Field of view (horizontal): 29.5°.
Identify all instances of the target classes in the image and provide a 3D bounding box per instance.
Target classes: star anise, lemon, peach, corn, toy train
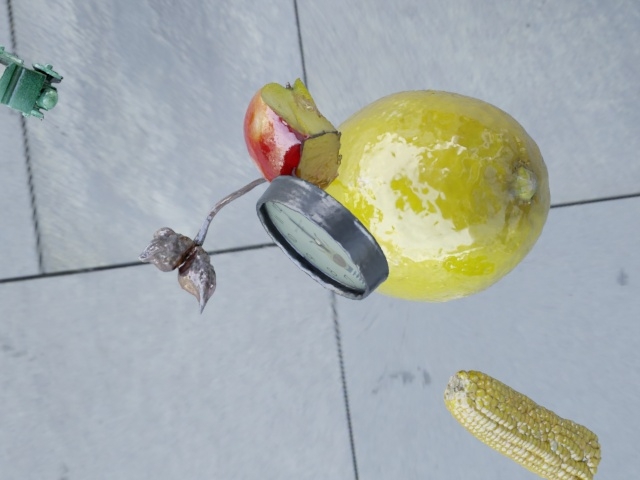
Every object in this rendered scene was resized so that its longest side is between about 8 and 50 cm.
[{"bbox_3d":[-0.127,-0.022,1.764,0.227,0.218,0.148,-50,62,14],"label":"star anise"},{"bbox_3d":[0.186,-0.070,1.863,0.364,0.364,0.364,0,88,4],"label":"lemon"},{"bbox_3d":[-0.038,-0.128,1.539,0.151,0.151,0.118,43,115,4],"label":"peach"},{"bbox_3d":[0.297,0.281,1.800,0.313,0.102,0.102,28,90,-28],"label":"corn"},{"bbox_3d":[-0.468,-0.241,1.753,0.200,0.132,0.083,23,92,33],"label":"toy train"}]

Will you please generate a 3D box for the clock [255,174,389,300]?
[{"bbox_3d":[0.000,0.000,1.465,0.184,0.184,0.040,40,71,4],"label":"clock"}]
